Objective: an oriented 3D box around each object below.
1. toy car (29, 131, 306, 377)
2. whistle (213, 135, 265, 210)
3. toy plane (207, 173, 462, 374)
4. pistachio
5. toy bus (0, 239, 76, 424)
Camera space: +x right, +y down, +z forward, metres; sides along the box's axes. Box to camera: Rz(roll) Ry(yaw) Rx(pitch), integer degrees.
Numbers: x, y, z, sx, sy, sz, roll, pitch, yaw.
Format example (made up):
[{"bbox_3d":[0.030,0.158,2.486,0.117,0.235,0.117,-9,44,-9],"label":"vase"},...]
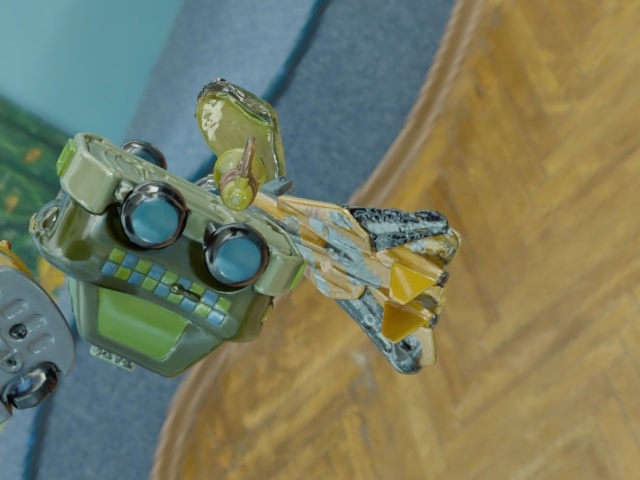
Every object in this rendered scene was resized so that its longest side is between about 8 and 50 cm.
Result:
[{"bbox_3d":[-0.162,0.029,1.400,0.198,0.248,0.204,-60,18,10],"label":"toy car"},{"bbox_3d":[-0.063,-0.055,1.247,0.057,0.046,0.109,-44,10,3],"label":"whistle"},{"bbox_3d":[0.009,-0.004,1.571,0.316,0.103,0.204,35,132,33],"label":"toy plane"},{"bbox_3d":[-0.085,-0.121,1.768,0.090,0.049,0.173,-33,73,9],"label":"pistachio"},{"bbox_3d":[-0.312,0.090,1.214,0.209,0.126,0.136,-32,28,-2],"label":"toy bus"}]
